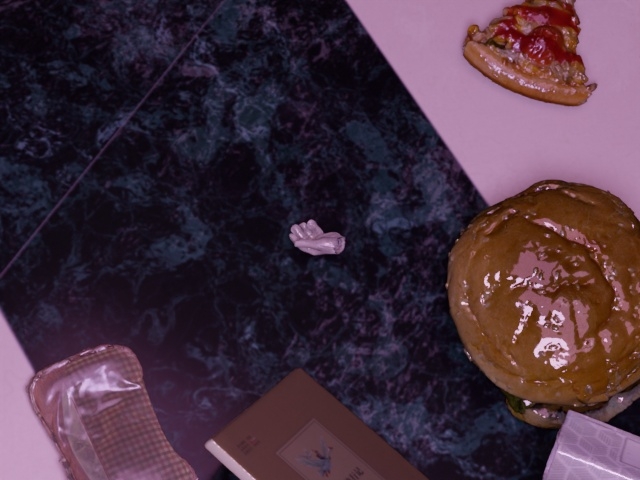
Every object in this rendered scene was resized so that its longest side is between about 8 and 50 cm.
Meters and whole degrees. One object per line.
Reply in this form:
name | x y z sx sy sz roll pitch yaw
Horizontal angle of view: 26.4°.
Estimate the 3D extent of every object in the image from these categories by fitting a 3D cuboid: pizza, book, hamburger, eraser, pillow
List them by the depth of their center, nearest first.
book | 0.042 0.280 1.489 0.310 0.021 0.217 40 29 10
eraser | 0.439 0.317 1.493 0.404 0.098 0.096 22 29 13
pillow | -0.237 0.219 1.533 0.135 0.034 0.211 -24 70 -16
hamburger | 0.293 0.069 1.629 0.265 0.134 0.285 -30 72 -22
pizza | 0.296 -0.282 1.827 0.188 0.062 0.199 21 63 -2

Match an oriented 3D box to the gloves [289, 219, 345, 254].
gloves | -0.001 0.002 1.663 0.081 0.037 0.044 26 27 20
